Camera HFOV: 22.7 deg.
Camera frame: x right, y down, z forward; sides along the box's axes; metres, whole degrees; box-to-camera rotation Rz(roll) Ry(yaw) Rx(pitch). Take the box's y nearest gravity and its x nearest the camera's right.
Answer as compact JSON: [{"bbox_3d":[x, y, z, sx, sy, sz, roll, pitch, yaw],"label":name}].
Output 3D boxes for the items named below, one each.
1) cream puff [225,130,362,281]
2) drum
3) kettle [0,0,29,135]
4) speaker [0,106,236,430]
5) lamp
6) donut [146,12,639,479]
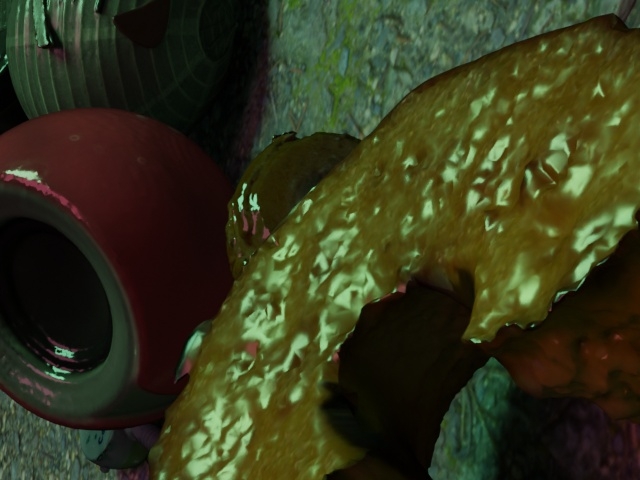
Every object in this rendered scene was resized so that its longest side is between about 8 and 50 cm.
[{"bbox_3d":[0.000,0.000,1.210,0.165,0.150,0.115,-51,-7,-31],"label":"cream puff"},{"bbox_3d":[-0.180,0.202,1.561,0.253,0.049,0.130,49,122,57],"label":"drum"},{"bbox_3d":[-0.330,-0.174,1.780,0.207,0.271,0.251,-27,53,13],"label":"kettle"},{"bbox_3d":[-0.193,0.021,1.422,0.294,0.294,0.294,-33,51,54],"label":"speaker"},{"bbox_3d":[-0.189,-0.205,1.563,0.233,0.233,0.265,-37,32,52],"label":"lamp"},{"bbox_3d":[0.083,0.076,0.915,0.435,0.163,0.378,-49,26,15],"label":"donut"}]
